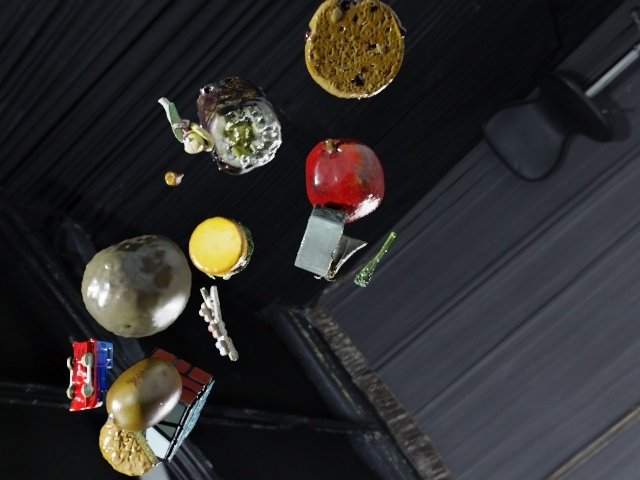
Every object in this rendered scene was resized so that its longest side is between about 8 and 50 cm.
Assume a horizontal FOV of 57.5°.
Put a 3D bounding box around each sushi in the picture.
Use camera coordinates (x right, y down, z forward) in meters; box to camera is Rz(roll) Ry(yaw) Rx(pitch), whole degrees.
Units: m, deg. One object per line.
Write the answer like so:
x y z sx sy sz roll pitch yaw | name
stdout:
-0.308 -0.426 2.163 0.282 0.299 0.294 -9 -141 -25 | sushi
-0.504 -0.214 2.012 0.047 0.050 0.099 -9 -164 -40 | sushi

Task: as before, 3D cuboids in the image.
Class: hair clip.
-0.280 0.227 1.572 0.062 0.056 0.213 -5 -104 -65 | hair clip

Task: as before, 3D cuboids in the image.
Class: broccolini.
0.200 0.064 2.045 0.051 0.239 0.054 34 160 13 | broccolini

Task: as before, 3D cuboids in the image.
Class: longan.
-0.741 0.190 2.382 0.404 0.404 0.436 48 -140 9 | longan

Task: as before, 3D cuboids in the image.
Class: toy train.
-0.692 0.404 1.756 0.131 0.083 0.203 40 -139 -66 | toy train

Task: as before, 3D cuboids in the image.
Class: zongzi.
0.085 0.069 2.143 0.184 0.187 0.084 18 167 -31 | zongzi

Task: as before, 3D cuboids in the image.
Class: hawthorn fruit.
0.071 -0.209 1.858 0.265 0.265 0.307 54 168 37 | hawthorn fruit

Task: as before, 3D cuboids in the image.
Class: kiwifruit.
-0.534 0.467 1.755 0.196 0.196 0.234 48 -139 6 | kiwifruit

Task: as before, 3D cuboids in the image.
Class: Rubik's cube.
-0.625 0.639 2.283 0.294 0.288 0.283 25 -166 5 | Rubik's cube

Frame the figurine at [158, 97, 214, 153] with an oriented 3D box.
-0.370 -0.314 1.593 0.187 0.083 0.083 55 -173 -17 | figurine

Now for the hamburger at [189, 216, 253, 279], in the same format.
-0.370 0.033 2.233 0.246 0.246 0.170 49 180 15 | hamburger

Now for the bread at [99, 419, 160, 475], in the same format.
-0.676 0.721 2.036 0.229 0.140 0.143 55 176 9 | bread

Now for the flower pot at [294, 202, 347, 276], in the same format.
0.000 0.000 1.806 0.108 0.229 0.103 20 -147 0 | flower pot

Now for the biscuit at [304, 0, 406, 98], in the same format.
0.093 -0.528 1.594 0.296 0.296 0.075 42 -178 -28 | biscuit
